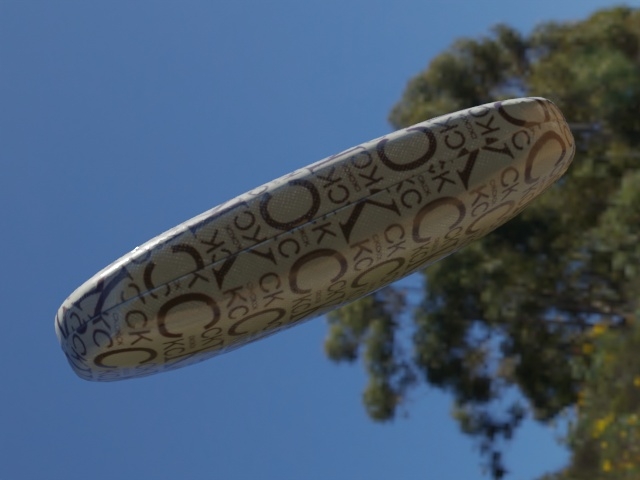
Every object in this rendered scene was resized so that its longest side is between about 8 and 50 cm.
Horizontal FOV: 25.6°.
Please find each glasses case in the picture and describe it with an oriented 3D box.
[{"bbox_3d":[0.000,0.000,0.905,0.137,0.354,0.085,108,138,-74],"label":"glasses case"}]
